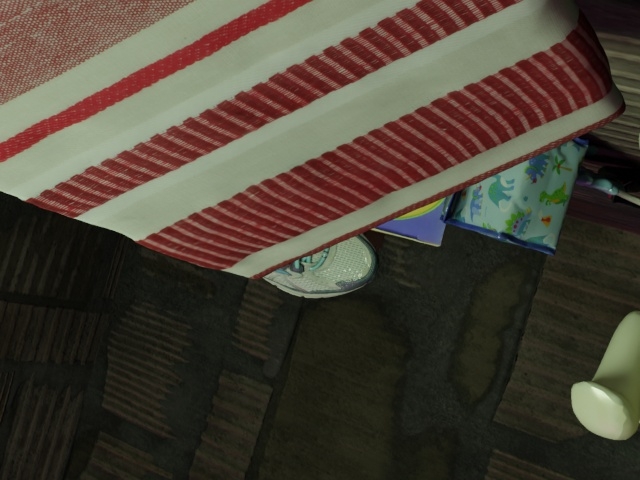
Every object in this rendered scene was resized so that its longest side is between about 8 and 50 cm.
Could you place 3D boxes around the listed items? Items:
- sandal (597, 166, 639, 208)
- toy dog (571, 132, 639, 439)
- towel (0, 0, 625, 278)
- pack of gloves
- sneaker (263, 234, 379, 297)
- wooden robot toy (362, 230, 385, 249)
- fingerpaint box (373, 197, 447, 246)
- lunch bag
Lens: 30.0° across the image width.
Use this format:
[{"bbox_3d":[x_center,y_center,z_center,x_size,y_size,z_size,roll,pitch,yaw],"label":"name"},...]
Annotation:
[{"bbox_3d":[0.381,-0.061,1.458,0.067,0.040,0.179,16,-178,-6],"label":"sandal"},{"bbox_3d":[0.382,0.147,0.987,0.395,0.407,0.285,15,-177,-44],"label":"toy dog"},{"bbox_3d":[-0.014,-0.068,0.501,0.237,0.037,0.329,-23,159,19],"label":"towel"},{"bbox_3d":[0.291,-0.094,1.361,0.195,0.046,0.232,14,-167,-34],"label":"pack of gloves"},{"bbox_3d":[-0.065,0.006,1.493,0.283,0.110,0.122,14,180,0],"label":"sneaker"},{"bbox_3d":[0.000,0.000,1.638,0.173,0.079,0.076,13,-176,-26],"label":"wooden robot toy"},{"bbox_3d":[-0.093,-0.138,1.440,0.445,0.163,0.371,14,-177,-14],"label":"fingerpaint box"},{"bbox_3d":[0.188,-0.066,1.246,0.096,0.128,0.151,17,-177,-28],"label":"lunch bag"}]
